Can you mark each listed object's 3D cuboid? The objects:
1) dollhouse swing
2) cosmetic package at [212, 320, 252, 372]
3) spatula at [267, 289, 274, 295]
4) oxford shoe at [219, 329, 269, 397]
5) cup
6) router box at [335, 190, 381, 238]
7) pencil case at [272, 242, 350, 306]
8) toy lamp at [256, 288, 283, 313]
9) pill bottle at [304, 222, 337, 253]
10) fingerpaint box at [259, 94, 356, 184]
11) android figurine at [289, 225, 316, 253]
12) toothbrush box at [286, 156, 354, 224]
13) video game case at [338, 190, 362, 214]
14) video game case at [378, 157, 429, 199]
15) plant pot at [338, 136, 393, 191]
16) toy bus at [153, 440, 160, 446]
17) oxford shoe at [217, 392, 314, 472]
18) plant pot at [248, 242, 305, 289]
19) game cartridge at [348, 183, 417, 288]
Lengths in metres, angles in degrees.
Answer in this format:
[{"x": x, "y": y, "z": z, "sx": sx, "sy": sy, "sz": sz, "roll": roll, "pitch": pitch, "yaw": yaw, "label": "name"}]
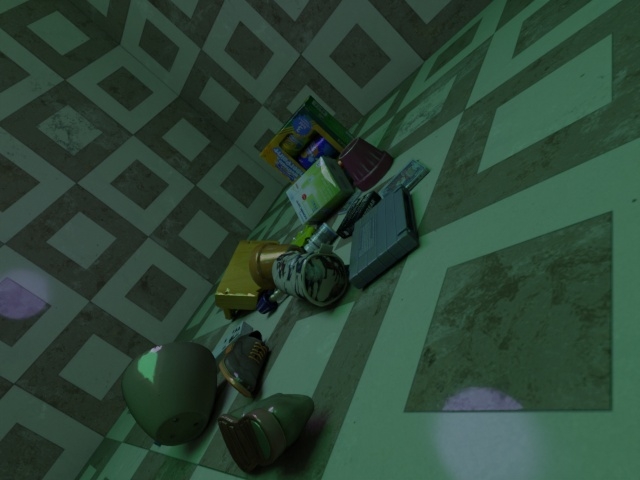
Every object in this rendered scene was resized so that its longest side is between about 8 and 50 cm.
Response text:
[{"x": -0.342, "y": 0.228, "z": 2.127, "sx": 0.315, "sy": 0.305, "sz": 0.346, "roll": 1, "pitch": 46, "yaw": 18, "label": "dollhouse swing"}, {"x": -0.388, "y": 0.454, "z": 1.766, "sx": 0.239, "sy": 0.060, "sz": 0.099, "roll": -46, "pitch": 14, "yaw": 14, "label": "cosmetic package"}, {"x": -0.215, "y": 0.156, "z": 1.925, "sx": 0.084, "sy": 0.030, "sz": 0.296, "roll": -10, "pitch": 52, "yaw": 19, "label": "spatula"}, {"x": -0.243, "y": 0.390, "z": 1.386, "sx": 0.133, "sy": 0.130, "sz": 0.364, "roll": -44, "pitch": 15, "yaw": -3, "label": "oxford shoe"}, {"x": -0.500, "y": 0.554, "z": 1.448, "sx": 0.331, "sy": 0.331, "sz": 0.237, "roll": -48, "pitch": 41, "yaw": 6, "label": "cup"}, {"x": 0.145, "y": -0.099, "z": 1.610, "sx": 0.133, "sy": 0.046, "sz": 0.179, "roll": -25, "pitch": 29, "yaw": 57, "label": "router box"}, {"x": -0.047, "y": 0.111, "z": 1.418, "sx": 0.410, "sy": 0.160, "sz": 0.183, "roll": -5, "pitch": 65, "yaw": 70, "label": "pencil case"}, {"x": -0.155, "y": 0.196, "z": 1.693, "sx": 0.274, "sy": 0.080, "sz": 0.080, "roll": -46, "pitch": 15, "yaw": 15, "label": "toy lamp"}, {"x": 0.000, "y": 0.000, "z": 1.726, "sx": 0.137, "sy": 0.078, "sz": 0.078, "roll": -49, "pitch": 15, "yaw": 4, "label": "pill bottle"}, {"x": -0.019, "y": -0.434, "z": 2.133, "sx": 0.371, "sy": 0.445, "sz": 0.163, "roll": -40, "pitch": 19, "yaw": 32, "label": "fingerpaint box"}, {"x": -0.106, "y": 0.026, "z": 2.023, "sx": 0.248, "sy": 0.056, "sz": 0.272, "roll": -39, "pitch": 20, "yaw": 36, "label": "android figurine"}, {"x": -0.006, "y": -0.236, "z": 2.033, "sx": 0.122, "sy": 0.206, "sz": 0.283, "roll": -4, "pitch": -29, "yaw": -50, "label": "toothbrush box"}, {"x": 0.133, "y": -0.168, "z": 1.886, "sx": 0.122, "sy": 0.011, "sz": 0.087, "roll": -54, "pitch": 16, "yaw": -16, "label": "video game case"}, {"x": 0.292, "y": -0.209, "z": 1.501, "sx": 0.183, "sy": 0.023, "sz": 0.201, "roll": -46, "pitch": 15, "yaw": 14, "label": "video game case"}, {"x": 0.188, "y": -0.349, "z": 1.842, "sx": 0.201, "sy": 0.180, "sz": 0.201, "roll": -44, "pitch": 16, "yaw": 16, "label": "plant pot"}, {"x": -0.643, "y": 0.725, "z": 1.751, "sx": 0.202, "sy": 0.104, "sz": 0.191, "roll": -51, "pitch": 15, "yaw": -3, "label": "toy bus"}, {"x": -0.136, "y": 0.448, "z": 0.996, "sx": 0.147, "sy": 0.140, "sz": 0.397, "roll": -22, "pitch": -9, "yaw": -36, "label": "oxford shoe"}, {"x": -0.170, "y": 0.098, "z": 1.795, "sx": 0.188, "sy": 0.205, "sz": 0.205, "roll": -15, "pitch": 34, "yaw": 38, "label": "plant pot"}, {"x": 0.187, "y": -0.020, "z": 1.278, "sx": 0.230, "sy": 0.068, "sz": 0.355, "roll": -46, "pitch": 15, "yaw": 27, "label": "game cartridge"}]
